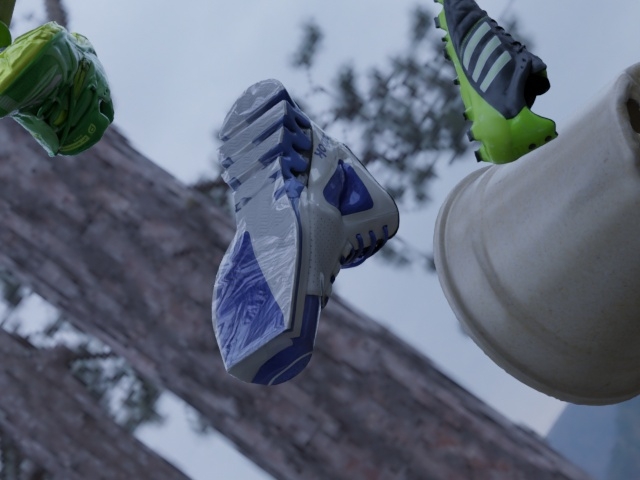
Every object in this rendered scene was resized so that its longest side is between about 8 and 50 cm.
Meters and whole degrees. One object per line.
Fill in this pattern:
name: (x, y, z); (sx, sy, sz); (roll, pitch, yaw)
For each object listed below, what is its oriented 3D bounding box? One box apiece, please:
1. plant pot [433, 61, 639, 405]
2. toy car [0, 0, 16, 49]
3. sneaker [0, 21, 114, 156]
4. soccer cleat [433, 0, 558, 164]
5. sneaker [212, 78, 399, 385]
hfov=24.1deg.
plant pot: (0.342, -0.030, 1.684); (0.334, 0.334, 0.305); (-46, -4, -40)
toy car: (-0.435, -0.283, 1.676); (0.155, 0.188, 0.149); (-145, 70, -71)
sneaker: (-0.271, -0.151, 1.547); (0.109, 0.123, 0.295); (-33, 1, 12)
soccer cleat: (0.136, -0.136, 1.162); (0.072, 0.179, 0.060); (-18, -33, 8)
sneaker: (0.000, -0.001, 1.492); (0.127, 0.182, 0.315); (-32, 46, 38)
